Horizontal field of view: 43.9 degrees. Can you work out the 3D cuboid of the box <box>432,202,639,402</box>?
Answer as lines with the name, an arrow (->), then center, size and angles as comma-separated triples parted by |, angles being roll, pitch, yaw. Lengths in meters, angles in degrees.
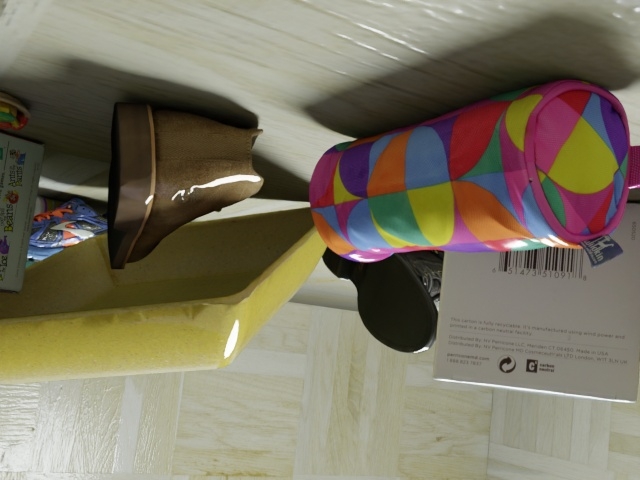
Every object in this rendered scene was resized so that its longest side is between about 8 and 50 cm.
box -> 0.210, 0.057, 0.768 | 0.180, 0.182, 0.119 | 4, 172, 16

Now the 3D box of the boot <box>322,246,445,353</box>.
boot -> 0.142, 0.052, 0.965 | 0.228, 0.091, 0.263 | 12, -156, -30

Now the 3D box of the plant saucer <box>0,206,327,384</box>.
plant saucer -> -0.164, 0.054, 0.796 | 0.332, 0.081, 0.333 | -7, -166, 18

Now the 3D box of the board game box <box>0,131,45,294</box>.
board game box -> -0.405, -0.044, 0.676 | 0.142, 0.144, 0.275 | 0, 169, 42

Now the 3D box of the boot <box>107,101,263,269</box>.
boot -> -0.126, -0.037, 0.683 | 0.115, 0.112, 0.305 | -2, 173, -19

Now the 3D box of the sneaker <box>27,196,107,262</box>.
sneaker -> -0.342, -0.016, 1.042 | 0.083, 0.087, 0.221 | 7, -179, 42

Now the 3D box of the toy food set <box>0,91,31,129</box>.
toy food set -> -0.264, -0.100, 0.603 | 0.083, 0.020, 0.082 | 8, 172, -8

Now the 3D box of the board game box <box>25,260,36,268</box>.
board game box -> -0.263, 0.057, 1.241 | 0.253, 0.079, 0.336 | 4, -172, 14

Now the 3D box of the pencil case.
pencil case -> 0.089, -0.035, 0.516 | 0.104, 0.105, 0.236 | 11, 172, -33

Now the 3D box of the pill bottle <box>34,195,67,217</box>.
pill bottle -> -0.361, -0.033, 1.097 | 0.043, 0.043, 0.083 | 0, 170, 41

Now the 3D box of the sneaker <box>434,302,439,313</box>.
sneaker -> 0.212, 0.096, 1.266 | 0.111, 0.131, 0.296 | 15, 167, -40
